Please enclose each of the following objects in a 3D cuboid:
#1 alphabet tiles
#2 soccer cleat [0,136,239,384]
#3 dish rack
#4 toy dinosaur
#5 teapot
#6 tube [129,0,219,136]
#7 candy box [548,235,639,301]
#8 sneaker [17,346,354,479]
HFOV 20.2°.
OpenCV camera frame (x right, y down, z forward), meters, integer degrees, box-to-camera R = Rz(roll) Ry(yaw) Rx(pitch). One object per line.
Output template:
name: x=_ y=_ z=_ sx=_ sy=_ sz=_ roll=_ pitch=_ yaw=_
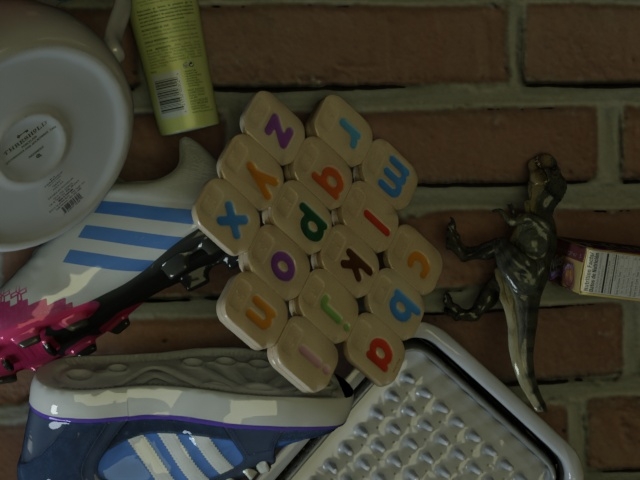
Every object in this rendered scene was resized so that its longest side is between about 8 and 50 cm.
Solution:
alphabet tiles: x=0.000 y=0.000 z=1.747 sx=0.278 sy=0.021 sz=0.284 roll=41 pitch=54 yaw=-24
soccer cleat: x=-0.225 y=0.019 z=1.752 sx=0.331 sy=0.116 sz=0.143 roll=-28 pitch=69 yaw=3
dish rack: x=0.078 y=0.273 z=1.858 sx=0.285 sy=0.072 sz=0.333 roll=42 pitch=88 yaw=-13
toy dinosaur: x=0.186 y=0.037 z=1.840 sx=0.118 sy=0.064 sz=0.268 roll=5 pitch=85 yaw=9
teapot: x=-0.307 y=-0.128 z=1.671 sx=0.256 sy=0.187 sz=0.253 roll=-3 pitch=119 yaw=-38
tube: x=-0.152 y=-0.224 z=1.753 sx=0.070 sy=0.062 sz=0.240 roll=-19 pitch=98 yaw=-48
candy box: x=0.339 y=0.035 z=1.863 sx=0.186 sy=0.109 sz=0.053 roll=8 pitch=95 yaw=-12
sneaker: x=-0.136 y=0.237 z=1.768 sx=0.322 sy=0.130 sz=0.236 roll=1 pitch=109 yaw=-11
